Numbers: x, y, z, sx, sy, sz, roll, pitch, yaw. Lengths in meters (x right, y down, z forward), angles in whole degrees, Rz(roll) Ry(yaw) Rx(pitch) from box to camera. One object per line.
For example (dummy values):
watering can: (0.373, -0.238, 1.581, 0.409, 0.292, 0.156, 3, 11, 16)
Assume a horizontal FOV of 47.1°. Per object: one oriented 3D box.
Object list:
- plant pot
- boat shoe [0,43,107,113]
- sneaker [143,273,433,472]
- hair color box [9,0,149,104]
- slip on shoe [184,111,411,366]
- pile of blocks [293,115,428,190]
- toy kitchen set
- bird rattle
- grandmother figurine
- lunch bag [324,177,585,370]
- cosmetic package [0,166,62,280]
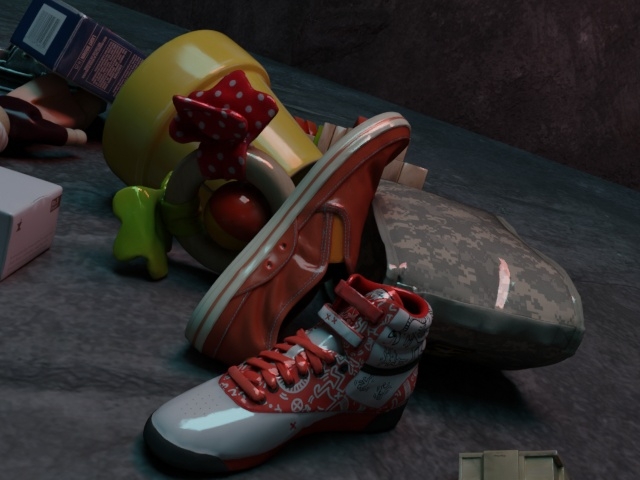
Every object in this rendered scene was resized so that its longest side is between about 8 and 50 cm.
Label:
plant pot: (-0.126, -0.120, 1.017, 0.239, 0.254, 0.254, 40, 26, 15)
boat shoe: (-0.544, -0.301, 1.306, 0.335, 0.119, 0.121, 6, 22, -28)
sneaker: (-0.015, 0.101, 0.628, 0.270, 0.144, 0.090, 0, 26, -39)
hair color box: (-0.339, -0.286, 1.290, 0.174, 0.105, 0.347, 34, 4, 38)
slip on shoe: (0.000, 0.000, 0.761, 0.101, 0.331, 0.123, 36, -20, 7)
pile of blocks: (0.060, -0.162, 1.323, 0.362, 0.112, 0.149, 17, -2, 41)
toy kitchen set: (0.168, 0.226, 0.628, 0.083, 0.075, 0.068, -9, 51, 25)
bird rattle: (-0.113, -0.057, 0.860, 0.207, 0.253, 0.143, 40, 18, -8)
grandmother figurine: (-0.466, -0.192, 1.118, 0.208, 0.104, 0.342, 8, 17, 0)
lunch bag: (0.140, 0.048, 0.863, 0.235, 0.168, 0.287, 16, 16, -13)
cosmetic package: (-0.413, -0.043, 0.782, 0.231, 0.085, 0.117, 20, 20, 1)
